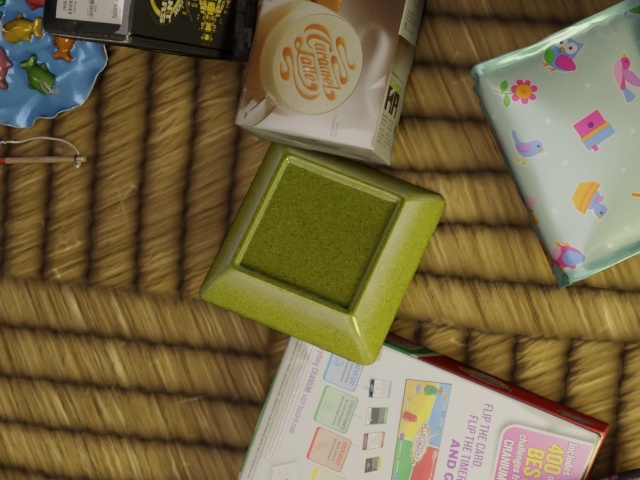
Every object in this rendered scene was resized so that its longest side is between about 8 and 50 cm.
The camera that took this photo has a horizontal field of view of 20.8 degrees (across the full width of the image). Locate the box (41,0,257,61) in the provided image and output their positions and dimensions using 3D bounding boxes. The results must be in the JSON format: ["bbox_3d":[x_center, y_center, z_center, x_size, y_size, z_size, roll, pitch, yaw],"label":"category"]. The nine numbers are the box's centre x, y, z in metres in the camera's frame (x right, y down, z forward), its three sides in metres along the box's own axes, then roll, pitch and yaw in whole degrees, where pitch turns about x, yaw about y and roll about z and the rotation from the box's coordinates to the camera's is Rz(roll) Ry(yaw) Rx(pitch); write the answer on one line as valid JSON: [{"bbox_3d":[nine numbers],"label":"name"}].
[{"bbox_3d":[-0.134,-0.368,1.592,0.097,0.318,0.395,7,94,14],"label":"box"}]

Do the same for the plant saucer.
[{"bbox_3d":[0.000,0.000,1.679,0.188,0.045,0.188,22,74,13],"label":"plant saucer"}]

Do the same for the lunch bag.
[{"bbox_3d":[0.295,-0.103,1.573,0.262,0.160,0.223,-22,84,4],"label":"lunch bag"}]

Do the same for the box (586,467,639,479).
[{"bbox_3d":[0.273,0.297,1.625,0.116,0.029,0.162,-11,106,-8],"label":"box"}]

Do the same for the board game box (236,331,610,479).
[{"bbox_3d":[0.088,0.230,1.694,0.316,0.064,0.242,23,99,13],"label":"board game box"}]

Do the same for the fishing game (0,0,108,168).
[{"bbox_3d":[-0.306,-0.206,1.794,0.189,0.041,0.264,1,93,18],"label":"fishing game"}]

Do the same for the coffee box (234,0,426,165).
[{"bbox_3d":[0.021,-0.209,1.652,0.141,0.098,0.247,13,87,14],"label":"coffee box"}]
